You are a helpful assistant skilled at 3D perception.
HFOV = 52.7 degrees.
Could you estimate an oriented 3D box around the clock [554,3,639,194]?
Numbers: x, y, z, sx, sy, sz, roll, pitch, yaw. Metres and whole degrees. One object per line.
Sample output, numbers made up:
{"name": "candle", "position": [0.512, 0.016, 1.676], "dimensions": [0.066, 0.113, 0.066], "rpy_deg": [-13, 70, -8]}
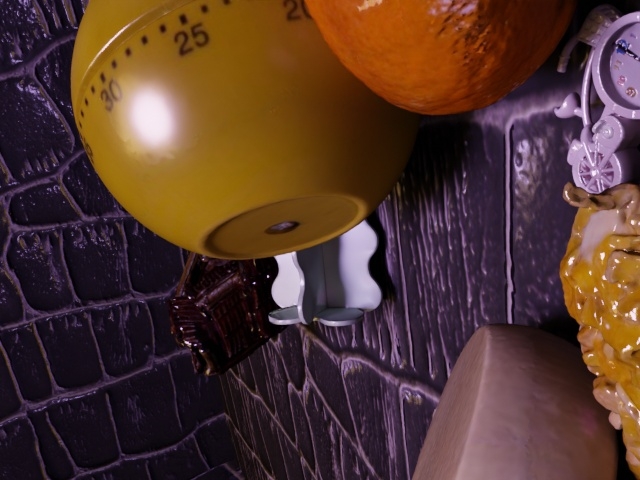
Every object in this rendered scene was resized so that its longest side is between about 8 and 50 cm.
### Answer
{"name": "clock", "position": [0.195, -0.090, 0.425], "dimensions": [0.087, 0.041, 0.129], "rpy_deg": [49, 145, 41]}

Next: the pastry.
{"name": "pastry", "position": [0.227, 0.069, 0.376], "dimensions": [0.154, 0.103, 0.249], "rpy_deg": [157, 94, -76]}

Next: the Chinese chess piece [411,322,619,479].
{"name": "Chinese chess piece", "position": [0.139, 0.201, 0.525], "dimensions": [0.273, 0.102, 0.273], "rpy_deg": [20, -90, -82]}

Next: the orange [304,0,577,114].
{"name": "orange", "position": [0.076, -0.190, 0.418], "dimensions": [0.224, 0.170, 0.224], "rpy_deg": [47, -150, -38]}

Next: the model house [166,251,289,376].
{"name": "model house", "position": [-0.134, 0.018, 1.066], "dimensions": [0.297, 0.317, 0.282], "rpy_deg": [54, 160, 14]}

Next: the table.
{"name": "table", "position": [0.000, 0.000, 0.876], "dimensions": [0.166, 0.167, 0.198], "rpy_deg": [-161, 64, -67]}

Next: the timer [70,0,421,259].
{"name": "timer", "position": [-0.080, -0.186, 0.652], "dimensions": [0.376, 0.376, 0.386], "rpy_deg": [122, 133, -65]}
